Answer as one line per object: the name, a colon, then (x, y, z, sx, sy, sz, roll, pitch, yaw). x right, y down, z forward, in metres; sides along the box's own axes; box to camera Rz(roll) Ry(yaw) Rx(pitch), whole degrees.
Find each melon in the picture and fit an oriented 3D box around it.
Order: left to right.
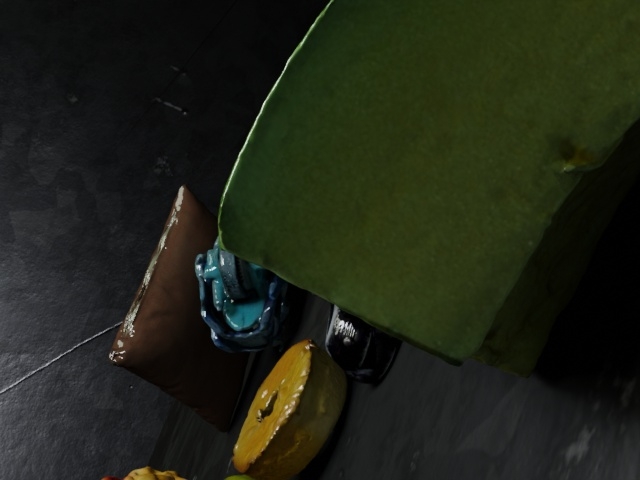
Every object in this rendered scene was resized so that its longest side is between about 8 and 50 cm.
melon: (0.136, -0.085, 0.639, 0.226, 0.331, 0.343, 33, 93, 44)

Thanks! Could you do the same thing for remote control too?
remote control: (0.033, 0.064, 1.170, 0.090, 0.066, 0.266, -61, 10, 13)

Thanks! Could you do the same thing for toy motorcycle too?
toy motorcycle: (-0.106, 0.060, 1.701, 0.260, 0.154, 0.206, -77, -25, -69)

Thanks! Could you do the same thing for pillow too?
pillow: (-0.189, 0.115, 1.807, 0.108, 0.305, 0.307, 3, 64, 35)

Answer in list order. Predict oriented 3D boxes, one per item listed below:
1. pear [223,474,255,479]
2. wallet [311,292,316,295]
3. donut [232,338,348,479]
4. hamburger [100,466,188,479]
pear: (-0.084, 0.297, 1.213, 0.092, 0.092, 0.097, -80, 17, -56)
wallet: (0.000, 0.000, 1.612, 0.243, 0.039, 0.132, -133, 56, -83)
donut: (-0.029, 0.187, 1.194, 0.162, 0.065, 0.178, -59, 10, -3)
hamburger: (-0.178, 0.358, 1.267, 0.149, 0.237, 0.237, -33, 7, -5)
